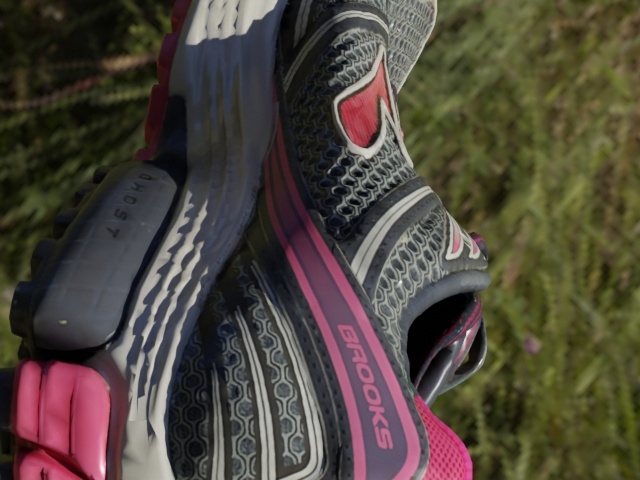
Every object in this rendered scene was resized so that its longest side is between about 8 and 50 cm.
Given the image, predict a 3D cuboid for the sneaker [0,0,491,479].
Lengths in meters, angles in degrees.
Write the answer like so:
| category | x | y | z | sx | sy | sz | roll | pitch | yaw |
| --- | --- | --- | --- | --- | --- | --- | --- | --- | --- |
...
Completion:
| category | x | y | z | sx | sy | sz | roll | pitch | yaw |
| --- | --- | --- | --- | --- | --- | --- | --- | --- | --- |
| sneaker | 0.000 | 0.000 | 0.521 | 0.112 | 0.121 | 0.299 | 9 | 38 | 6 |
